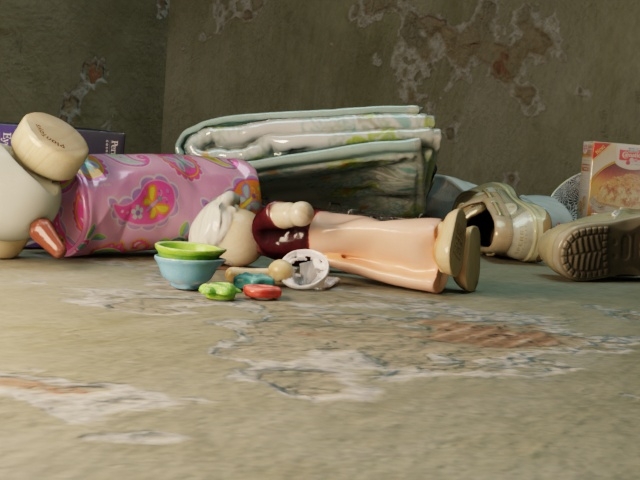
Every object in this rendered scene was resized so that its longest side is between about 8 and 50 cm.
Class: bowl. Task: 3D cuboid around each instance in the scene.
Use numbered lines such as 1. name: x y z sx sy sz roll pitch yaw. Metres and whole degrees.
1. bowl: 0.510 -0.049 2.209 0.170 0.170 0.080 9 -37 43

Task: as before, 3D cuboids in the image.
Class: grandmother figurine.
1. grandmother figurine: 0.000 0.000 1.374 0.342 0.104 0.208 3 -24 24

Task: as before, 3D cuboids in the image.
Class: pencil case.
1. pencil case: -0.208 -0.044 1.473 0.284 0.124 0.124 -5 10 -41

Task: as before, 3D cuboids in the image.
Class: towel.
1. towel: -0.013 -0.097 1.800 0.374 0.090 0.320 -3 -18 1

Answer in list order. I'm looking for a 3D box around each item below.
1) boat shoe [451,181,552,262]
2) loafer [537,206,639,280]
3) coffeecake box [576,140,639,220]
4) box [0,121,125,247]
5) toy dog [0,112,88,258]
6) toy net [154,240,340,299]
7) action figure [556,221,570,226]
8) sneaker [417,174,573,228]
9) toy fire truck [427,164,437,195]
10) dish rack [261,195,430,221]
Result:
1. boat shoe: 0.252 -0.031 1.840 0.098 0.109 0.302 4 11 -14
2. loafer: 0.404 0.001 1.610 0.268 0.102 0.092 1 12 -29
3. coffeecake box: 0.525 -0.075 2.078 0.142 0.186 0.068 4 5 -4
4. box: -0.360 -0.071 1.496 0.207 0.153 0.108 0 7 -33
5. toy dog: -0.386 -0.048 1.236 0.333 0.220 0.161 -8 43 -34
6. toy net: -0.055 0.029 1.238 0.232 0.045 0.122 0 6 -44
7. action figure: 0.518 -0.029 1.884 0.280 0.139 0.091 10 9 30
8. sneaker: 0.303 -0.044 2.085 0.169 0.108 0.292 4 12 -36
9. toy fire truck: 0.048 -0.128 2.113 0.217 0.158 0.246 -8 46 -35
10. dish rack: 0.019 -0.015 1.670 0.208 0.074 0.271 11 6 43
